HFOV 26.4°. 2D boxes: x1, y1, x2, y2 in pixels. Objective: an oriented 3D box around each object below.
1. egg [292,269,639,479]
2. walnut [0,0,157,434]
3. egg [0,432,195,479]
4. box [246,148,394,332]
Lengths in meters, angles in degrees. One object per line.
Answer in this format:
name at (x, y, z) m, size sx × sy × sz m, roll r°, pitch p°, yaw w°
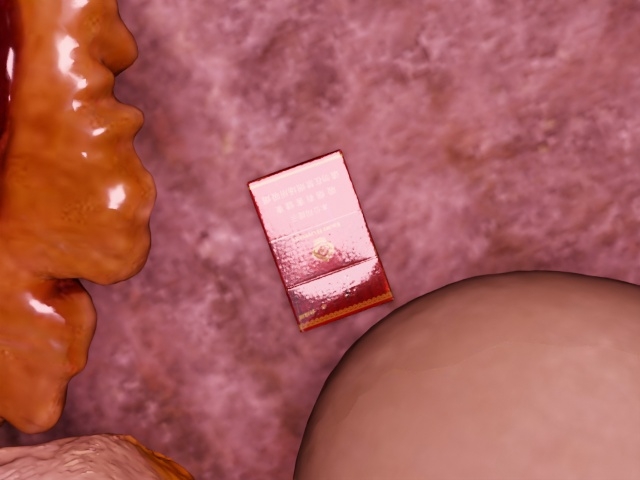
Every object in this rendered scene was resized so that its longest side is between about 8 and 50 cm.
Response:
egg at (0.143, 0.165, 0.592) m, size 0.352 × 0.258 × 0.258 m, roll 40°, pitch 93°, yaw -5°
walnut at (-0.185, -0.026, 0.600) m, size 0.244 × 0.222 × 0.269 m, roll 13°, pitch 109°, yaw 6°
egg at (-0.094, 0.232, 0.611) m, size 0.337 × 0.201 × 0.337 m, roll 17°, pitch 116°, yaw 39°
box at (0.000, 0.000, 0.694) m, size 0.051 × 0.023 × 0.082 m, roll -19°, pitch 94°, yaw 2°
